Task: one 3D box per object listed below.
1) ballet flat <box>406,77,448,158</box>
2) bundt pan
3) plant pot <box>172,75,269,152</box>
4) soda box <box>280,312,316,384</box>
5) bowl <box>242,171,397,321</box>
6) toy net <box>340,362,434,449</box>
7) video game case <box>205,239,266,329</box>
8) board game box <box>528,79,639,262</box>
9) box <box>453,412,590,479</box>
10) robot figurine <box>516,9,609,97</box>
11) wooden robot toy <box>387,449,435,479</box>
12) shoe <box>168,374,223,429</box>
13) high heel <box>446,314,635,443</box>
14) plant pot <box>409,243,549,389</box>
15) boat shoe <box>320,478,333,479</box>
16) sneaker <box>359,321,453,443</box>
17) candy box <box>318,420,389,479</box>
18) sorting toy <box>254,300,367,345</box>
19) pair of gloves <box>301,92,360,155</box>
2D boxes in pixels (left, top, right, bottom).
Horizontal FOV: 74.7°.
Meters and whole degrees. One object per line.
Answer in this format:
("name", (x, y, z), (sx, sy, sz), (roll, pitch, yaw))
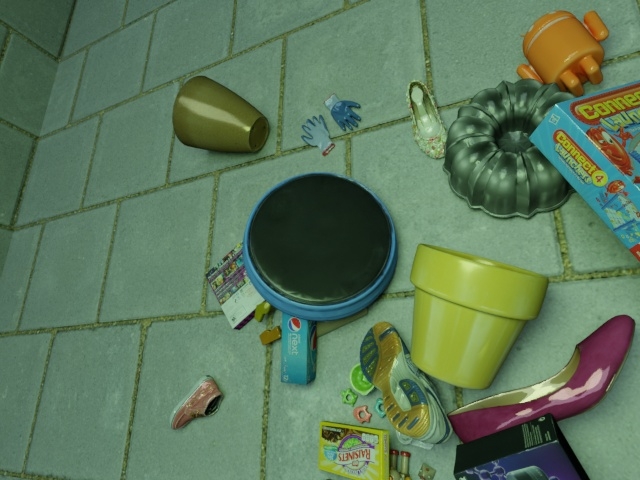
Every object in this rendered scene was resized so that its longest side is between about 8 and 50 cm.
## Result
("ballet flat", (0.273, -0.327, 1.111), (0.091, 0.077, 0.241), (-23, 63, 19))
("bundt pan", (0.436, -0.223, 0.940), (0.330, 0.124, 0.332), (-7, 69, 20))
("plant pot", (-0.305, -0.386, 1.380), (0.254, 0.237, 0.237), (23, 84, 17))
("soda box", (-0.053, 0.246, 1.053), (0.071, 0.067, 0.211), (0, 87, 20))
("bowl", (0.000, 0.000, 1.039), (0.390, 0.077, 0.392), (0, 65, -1))
("toy net", (0.145, 0.387, 0.940), (0.232, 0.045, 0.122), (37, 91, 33))
("video game case", (-0.211, 0.108, 1.234), (0.232, 0.041, 0.210), (-42, 60, 9))
("board game box", (0.598, -0.141, 0.750), (0.307, 0.086, 0.302), (-20, 65, -20))
("box", (0.371, 0.458, 0.700), (0.184, 0.103, 0.262), (-33, 82, 23))
("robot figurine", (0.553, -0.433, 0.968), (0.128, 0.158, 0.220), (-11, 63, -13))
("wooden robot toy", (0.148, 0.485, 0.882), (0.173, 0.079, 0.077), (-6, 70, 26))
("shoe", (-0.345, 0.469, 1.163), (0.081, 0.063, 0.178), (36, 87, 38))
("high heel", (0.408, 0.262, 0.790), (0.181, 0.127, 0.378), (36, 93, 26))
("plant pot", (0.289, 0.151, 0.843), (0.253, 0.253, 0.239), (18, 97, 32))
("boat shoe", (0.065, 0.593, 0.894), (0.206, 0.073, 0.073), (18, 80, 31))
("sneaker", (0.178, 0.306, 0.906), (0.112, 0.131, 0.297), (-44, 30, 16))
("candy box", (0.068, 0.462, 0.919), (0.205, 0.027, 0.105), (-21, 63, 48))
("sorting toy", (-0.048, 0.149, 1.120), (0.307, 0.041, 0.229), (-28, 75, 17))
("pair of gloves", (0.032, -0.360, 1.286), (0.198, 0.023, 0.159), (-41, 60, 11))
